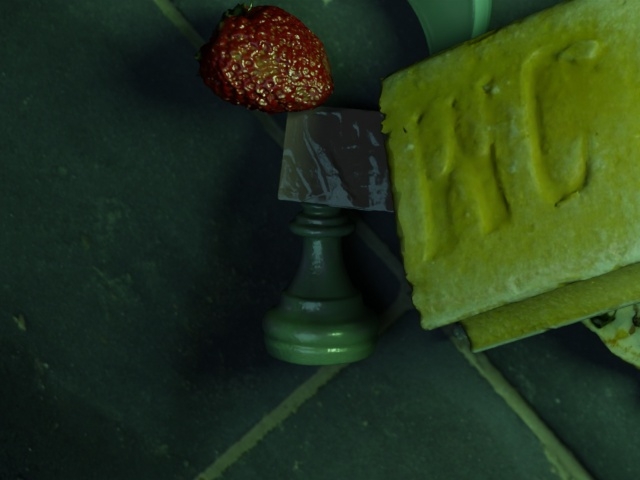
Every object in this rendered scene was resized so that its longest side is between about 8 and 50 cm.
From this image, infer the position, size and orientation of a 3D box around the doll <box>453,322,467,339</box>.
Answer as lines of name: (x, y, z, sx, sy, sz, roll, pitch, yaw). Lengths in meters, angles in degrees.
doll: (0.213, 0.034, 1.832, 0.227, 0.057, 0.114, -31, 94, 43)

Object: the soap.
soap: (0.236, -0.073, 1.633, 0.335, 0.156, 0.293, -18, 63, 31)

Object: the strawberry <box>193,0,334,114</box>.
strawberry: (-0.058, -0.197, 1.846, 0.148, 0.131, 0.131, 35, 127, -8)

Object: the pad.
pad: (0.048, -0.091, 1.847, 0.187, 0.006, 0.113, 7, 93, 12)

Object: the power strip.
power strip: (0.083, -0.291, 1.762, 0.253, 0.054, 0.167, 46, 124, 5)

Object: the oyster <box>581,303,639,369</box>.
oyster: (0.360, 0.089, 1.753, 0.166, 0.094, 0.294, -26, 116, 29)

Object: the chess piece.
chess piece: (0.000, 0.000, 1.913, 0.139, 0.139, 0.272, 6, 104, 29)
